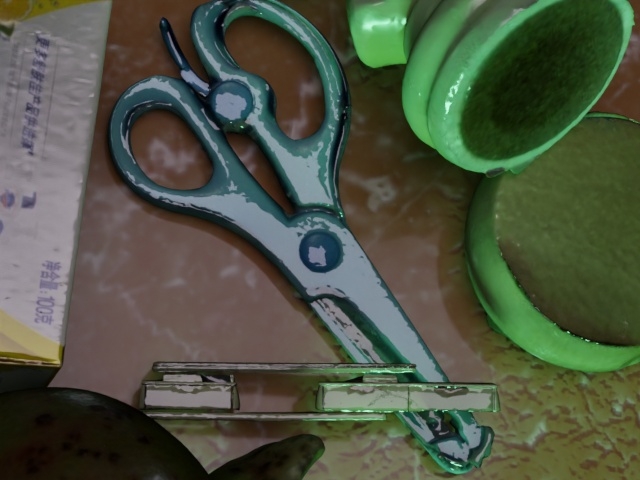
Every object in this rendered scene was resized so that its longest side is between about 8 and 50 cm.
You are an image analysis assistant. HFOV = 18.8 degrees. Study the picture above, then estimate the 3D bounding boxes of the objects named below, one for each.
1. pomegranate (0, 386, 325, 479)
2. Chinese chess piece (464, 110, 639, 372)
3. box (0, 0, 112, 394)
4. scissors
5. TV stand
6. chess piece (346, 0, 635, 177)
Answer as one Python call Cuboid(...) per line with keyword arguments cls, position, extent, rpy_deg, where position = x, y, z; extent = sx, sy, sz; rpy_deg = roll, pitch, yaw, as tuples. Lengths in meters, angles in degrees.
Cuboid(cls="pomegranate", position=(-0.143, 0.193, 1.242), extent=(0.242, 0.242, 0.306), rpy_deg=(56, 33, 5))
Cuboid(cls="Chinese chess piece", position=(0.198, 0.002, 1.405), extent=(0.188, 0.083, 0.188), rpy_deg=(3, 73, -11))
Cuboid(cls="box", position=(-0.210, -0.034, 1.288), extent=(0.097, 0.168, 0.265), rpy_deg=(9, 74, -12))
Cuboid(cls="scissors", position=(0.000, 0.000, 1.387), extent=(0.180, 0.032, 0.393), rpy_deg=(-35, 86, -9))
Cuboid(cls="TV stand", position=(-0.001, 0.104, 1.340), extent=(0.249, 0.036, 0.042), rpy_deg=(0, 85, -1))
Cuboid(cls="chess piece", position=(0.070, -0.199, 1.375), extent=(0.176, 0.176, 0.298), rpy_deg=(-29, 56, -16))
